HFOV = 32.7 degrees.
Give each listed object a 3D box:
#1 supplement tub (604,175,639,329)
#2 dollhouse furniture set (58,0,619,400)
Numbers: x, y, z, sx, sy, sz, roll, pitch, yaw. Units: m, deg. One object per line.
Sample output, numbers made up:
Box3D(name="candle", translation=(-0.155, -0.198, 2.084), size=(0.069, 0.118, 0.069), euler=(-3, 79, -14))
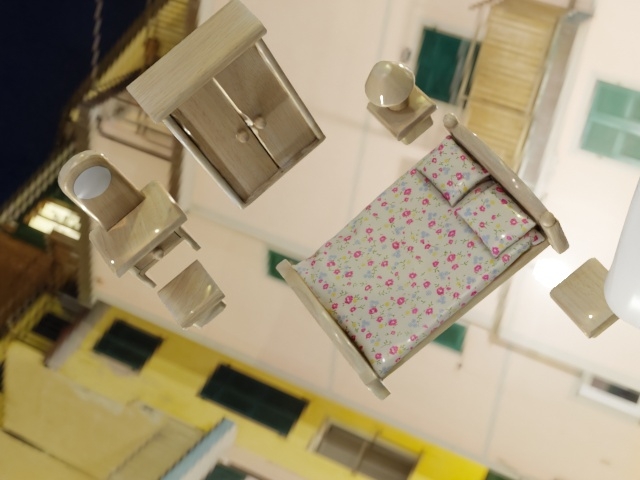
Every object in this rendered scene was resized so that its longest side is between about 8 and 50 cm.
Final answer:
Box3D(name="supplement tub", translation=(0.358, -0.010, 0.670), size=(0.228, 0.316, 0.228), euler=(19, -90, -75))
Box3D(name="dollhouse furniture set", translation=(0.000, 0.000, 0.840), size=(0.303, 0.355, 0.174), euler=(-40, -33, -1))
